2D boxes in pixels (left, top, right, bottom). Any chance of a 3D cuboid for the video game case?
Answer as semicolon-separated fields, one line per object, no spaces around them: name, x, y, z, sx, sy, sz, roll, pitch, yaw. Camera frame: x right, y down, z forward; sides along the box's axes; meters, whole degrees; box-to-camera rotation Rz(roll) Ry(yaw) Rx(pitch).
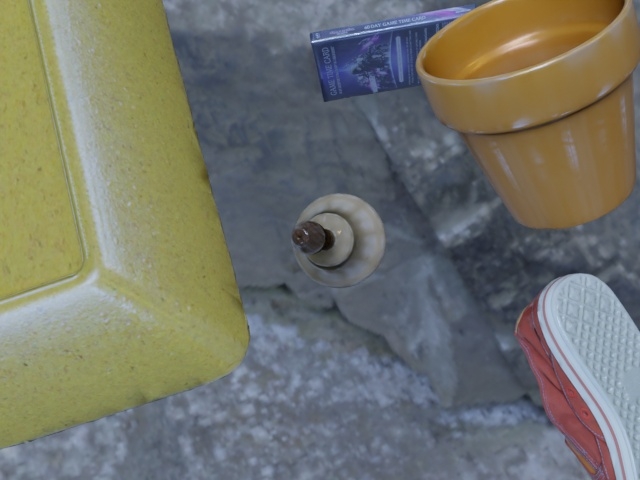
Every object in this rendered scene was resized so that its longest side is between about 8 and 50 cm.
video game case;0.128;-0.313;1.810;0.274;0.026;0.196;-9;157;3

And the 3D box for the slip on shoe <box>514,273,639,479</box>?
slip on shoe;0.295;0.191;1.044;0.123;0.331;0.101;-26;175;-29

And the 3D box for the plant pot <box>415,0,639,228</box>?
plant pot;0.217;-0.121;1.031;0.205;0.205;0.188;-26;117;-3

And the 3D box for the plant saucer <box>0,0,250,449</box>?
plant saucer;-0.242;-0.038;0.627;0.332;0.333;0.081;-19;161;6

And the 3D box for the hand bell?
hand bell;0.000;0.000;1.297;0.126;0.126;0.242;-36;173;9
